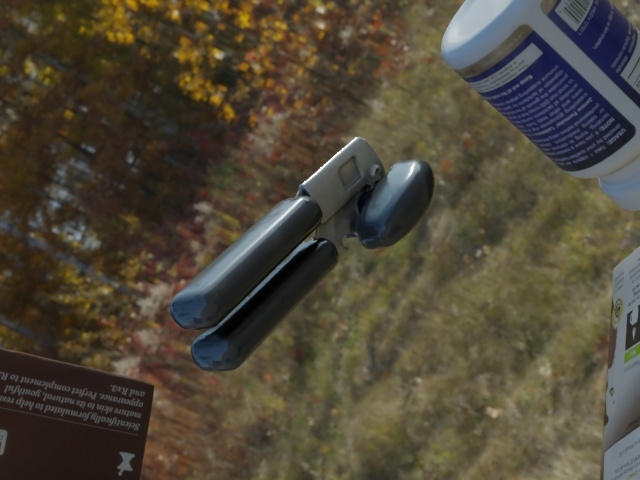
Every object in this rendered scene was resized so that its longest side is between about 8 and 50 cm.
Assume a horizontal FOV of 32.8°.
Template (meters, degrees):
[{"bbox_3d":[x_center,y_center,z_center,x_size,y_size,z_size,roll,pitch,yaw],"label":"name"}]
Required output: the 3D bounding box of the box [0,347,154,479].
[{"bbox_3d":[-0.352,0.215,1.156,0.381,0.191,0.143,-17,60,52],"label":"box"}]

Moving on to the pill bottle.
[{"bbox_3d":[0.263,-0.158,1.100,0.153,0.265,0.153,-45,18,18],"label":"pill bottle"}]

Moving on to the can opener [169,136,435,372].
[{"bbox_3d":[0.000,0.000,0.864,0.095,0.076,0.283,-8,25,37],"label":"can opener"}]

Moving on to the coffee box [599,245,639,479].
[{"bbox_3d":[0.280,0.154,0.714,0.119,0.168,0.297,109,172,-69],"label":"coffee box"}]
